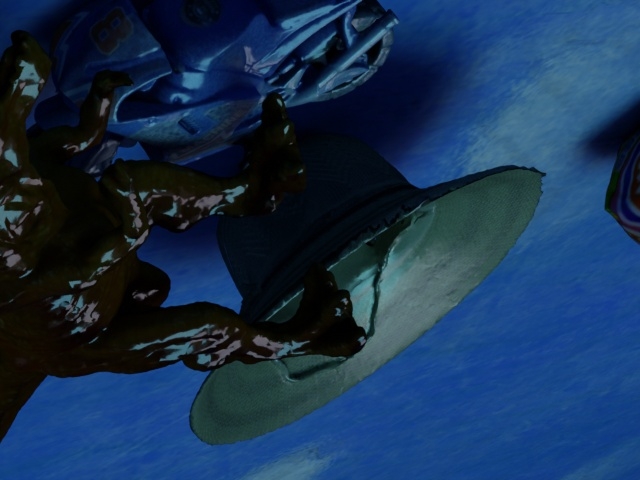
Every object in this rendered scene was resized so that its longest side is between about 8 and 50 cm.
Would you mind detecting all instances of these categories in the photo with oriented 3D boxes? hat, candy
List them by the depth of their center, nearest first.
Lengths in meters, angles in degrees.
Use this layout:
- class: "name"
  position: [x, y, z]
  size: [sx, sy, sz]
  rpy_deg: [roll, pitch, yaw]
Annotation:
- class: "hat"
  position: [0.000, 0.000, 1.038]
  size: [0.252, 0.110, 0.252]
  rpy_deg: [-33, 161, -13]
- class: "candy"
  position: [0.306, -0.038, 1.393]
  size: [0.124, 0.124, 0.365]
  rpy_deg: [-34, 167, 15]

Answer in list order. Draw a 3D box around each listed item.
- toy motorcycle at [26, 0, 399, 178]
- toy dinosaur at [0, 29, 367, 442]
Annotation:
- class: "toy motorcycle"
  position: [-0.053, -0.082, 0.838]
  size: [0.205, 0.076, 0.114]
  rpy_deg: [-22, 152, -18]
- class: "toy dinosaur"
  position: [-0.091, 0.028, 0.825]
  size: [0.208, 0.097, 0.432]
  rpy_deg: [-11, 151, -9]
